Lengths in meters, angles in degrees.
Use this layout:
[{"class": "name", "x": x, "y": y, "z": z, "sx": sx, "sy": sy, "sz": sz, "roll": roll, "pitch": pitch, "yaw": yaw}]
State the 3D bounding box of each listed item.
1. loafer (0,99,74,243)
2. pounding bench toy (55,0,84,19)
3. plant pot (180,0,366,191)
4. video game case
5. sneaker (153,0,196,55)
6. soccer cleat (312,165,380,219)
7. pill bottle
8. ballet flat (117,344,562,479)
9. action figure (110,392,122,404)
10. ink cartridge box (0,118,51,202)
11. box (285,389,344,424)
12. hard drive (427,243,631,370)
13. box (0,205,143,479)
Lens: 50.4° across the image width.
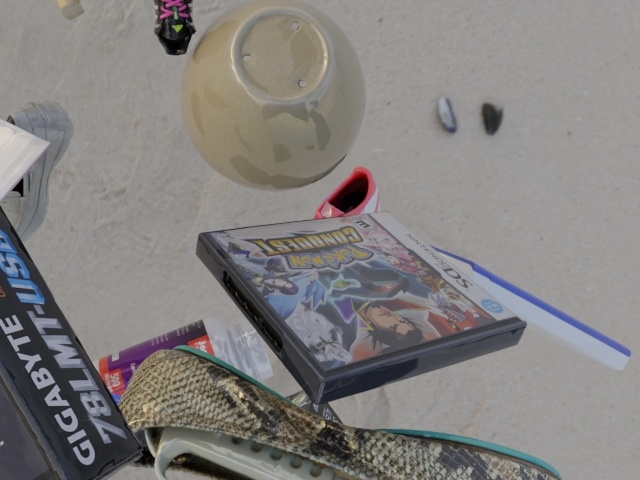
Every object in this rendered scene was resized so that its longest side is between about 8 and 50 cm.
[{"class": "loafer", "x": -0.533, "y": -0.109, "z": 1.187, "sx": 0.112, "sy": 0.319, "sz": 0.111, "roll": 44, "pitch": 34, "yaw": 20}, {"class": "pounding bench toy", "x": -0.112, "y": -0.159, "z": 0.365, "sx": 0.065, "sy": 0.083, "sz": 0.052, "roll": -22, "pitch": 78, "yaw": -26}, {"class": "plant pot", "x": -0.060, "y": -0.227, "z": 0.962, "sx": 0.284, "sy": 0.191, "sz": 0.284, "roll": 1, "pitch": 83, "yaw": -8}, {"class": "video game case", "x": 0.042, "y": 0.051, "z": 0.735, "sx": 0.275, "sy": 0.248, "sz": 0.035, "roll": -7, "pitch": 126, "yaw": -35}, {"class": "sneaker", "x": -0.196, "y": -0.312, "z": 0.916, "sx": 0.063, "sy": 0.170, "sz": 0.075, "roll": -7, "pitch": 70, "yaw": -14}, {"class": "soccer cleat", "x": 0.000, "y": 0.000, "z": 1.208, "sx": 0.108, "sy": 0.116, "sz": 0.318, "roll": 28, "pitch": 63, "yaw": 23}, {"class": "pill bottle", "x": -0.261, "y": 0.259, "z": 1.282, "sx": 0.323, "sy": 0.181, "sz": 0.181, "roll": -21, "pitch": 93, "yaw": -11}, {"class": "ballet flat", "x": -0.001, "y": 0.255, "z": 0.689, "sx": 0.482, "sy": 0.164, "sz": 0.182, "roll": 16, "pitch": 43, "yaw": 12}, {"class": "action figure", "x": -0.394, "y": 0.229, "z": 0.994, "sx": 0.280, "sy": 0.139, "sz": 0.091, "roll": 47, "pitch": 46, "yaw": -37}, {"class": "ink cartridge box", "x": -0.554, "y": -0.065, "z": 0.944, "sx": 0.261, "sy": 0.066, "sz": 0.296, "roll": 28, "pitch": 68, "yaw": 13}, {"class": "box", "x": -0.015, "y": 0.343, "z": 1.053, "sx": 0.077, "sy": 0.180, "sz": 0.147, "roll": -27, "pitch": 108, "yaw": 21}, {"class": "hard drive", "x": 0.292, "y": 0.095, "z": 1.048, "sx": 0.318, "sy": 0.210, "sz": 0.040, "roll": 27, "pitch": 90, "yaw": -23}, {"class": "box", "x": -0.298, "y": 0.081, "z": 0.423, "sx": 0.295, "sy": 0.073, "sz": 0.293, "roll": -35, "pitch": 84, "yaw": 19}]
